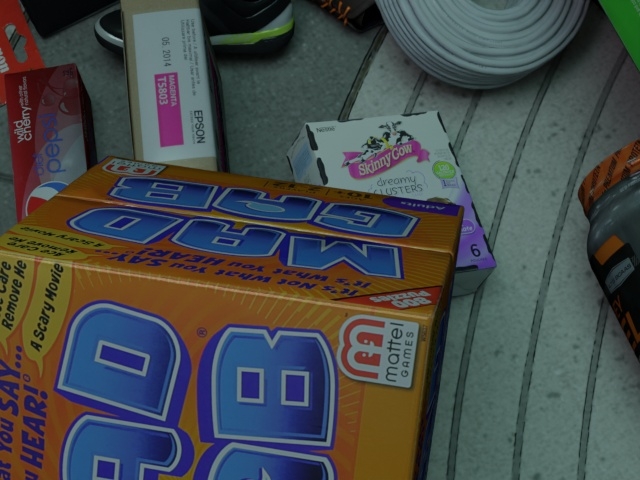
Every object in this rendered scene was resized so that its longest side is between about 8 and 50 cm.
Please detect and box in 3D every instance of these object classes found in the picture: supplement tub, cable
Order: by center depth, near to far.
[{"bbox_3d":[0.392,0.054,1.613,0.193,0.193,0.316,-21,67,-6],"label":"supplement tub"},{"bbox_3d":[0.177,-0.298,1.777,0.257,0.089,0.257,-18,90,-23],"label":"cable"}]

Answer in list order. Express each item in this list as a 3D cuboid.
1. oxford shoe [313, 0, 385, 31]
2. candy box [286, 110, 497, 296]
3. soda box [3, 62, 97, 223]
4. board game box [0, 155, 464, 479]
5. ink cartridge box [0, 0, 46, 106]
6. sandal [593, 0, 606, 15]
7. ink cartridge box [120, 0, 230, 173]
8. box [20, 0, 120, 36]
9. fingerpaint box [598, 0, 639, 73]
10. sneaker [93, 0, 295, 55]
[{"bbox_3d":[0.021,-0.297,1.834,0.271,0.097,0.098,7,72,5],"label":"oxford shoe"},{"bbox_3d":[0.073,-0.033,1.704,0.165,0.070,0.196,-8,66,-24],"label":"candy box"},{"bbox_3d":[-0.285,-0.055,1.747,0.083,0.092,0.263,-10,67,0],"label":"soda box"},{"bbox_3d":[-0.079,0.153,1.434,0.356,0.356,0.356,8,106,6],"label":"board game box"},{"bbox_3d":[-0.417,-0.209,1.847,0.179,0.045,0.145,-23,69,-4],"label":"ink cartridge box"},{"bbox_3d":[0.353,-0.270,1.833,0.067,0.040,0.179,-37,70,-12],"label":"sandal"},{"bbox_3d":[-0.149,-0.118,1.713,0.088,0.193,0.234,-7,68,0],"label":"ink cartridge box"},{"bbox_3d":[-0.312,-0.469,1.758,0.212,0.395,0.293,-28,68,-8],"label":"box"},{"bbox_3d":[0.444,-0.230,1.635,0.163,0.371,0.445,-39,65,32],"label":"fingerpaint box"},{"bbox_3d":[-0.139,-0.267,1.817,0.235,0.097,0.084,-4,36,-5],"label":"sneaker"}]
